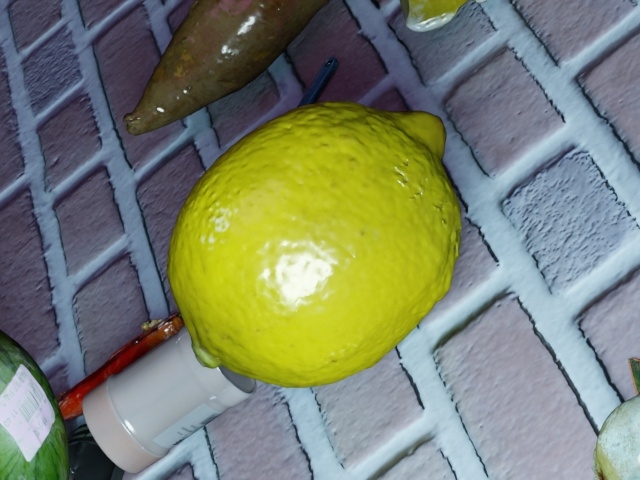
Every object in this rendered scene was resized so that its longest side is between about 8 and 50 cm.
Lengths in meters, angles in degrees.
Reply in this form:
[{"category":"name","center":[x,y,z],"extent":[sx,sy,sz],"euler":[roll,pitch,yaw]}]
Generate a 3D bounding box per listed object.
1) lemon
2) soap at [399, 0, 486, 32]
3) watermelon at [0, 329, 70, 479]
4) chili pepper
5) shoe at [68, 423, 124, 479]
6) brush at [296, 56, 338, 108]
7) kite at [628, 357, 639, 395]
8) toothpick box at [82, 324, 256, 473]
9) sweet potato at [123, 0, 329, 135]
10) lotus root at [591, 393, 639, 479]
[{"category":"lemon","center":[0.000,0.000,1.757],"extent":[0.320,0.245,0.245],"euler":[-43,32,-7]},{"category":"soap","center":[0.172,-0.425,2.130],"extent":[0.293,0.156,0.335],"euler":[-29,37,16]},{"category":"watermelon","center":[-0.421,0.238,1.880],"extent":[0.363,0.363,0.363],"euler":[-29,36,23]},{"category":"chili pepper","center":[-0.201,0.129,2.014],"extent":[0.268,0.050,0.059],"euler":[-38,9,13]},{"category":"shoe","center":[-0.237,0.228,1.946],"extent":[0.071,0.049,0.179],"euler":[-22,39,30]},{"category":"brush","center":[-0.024,-0.147,2.161],"extent":[0.051,0.014,0.164],"euler":[4,55,48]},{"category":"kite","center":[0.307,0.122,1.496],"extent":[0.190,0.010,0.159],"euler":[5,56,49]},{"category":"toothpick box","center":[-0.151,0.154,1.887],"extent":[0.149,0.098,0.098],"euler":[-35,34,14]},{"category":"sweet potato","center":[-0.108,-0.244,2.263],"extent":[0.337,0.131,0.131],"euler":[-47,32,-2]},{"category":"lotus root","center":[0.281,0.151,1.428],"extent":[0.165,0.088,0.088],"euler":[-19,39,17]}]
